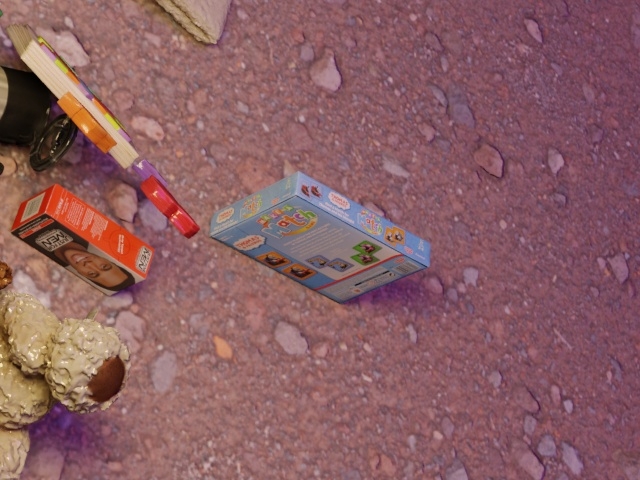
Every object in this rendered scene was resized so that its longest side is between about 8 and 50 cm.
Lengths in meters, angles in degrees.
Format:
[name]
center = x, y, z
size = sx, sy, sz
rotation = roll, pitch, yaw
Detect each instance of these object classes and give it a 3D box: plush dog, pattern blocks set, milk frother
[plush dog]
center = -0.349, 0.104, 1.912
size = 0.225, 0.262, 0.210
rotation = 40, 16, -37
[pattern blocks set]
center = -0.261, -0.156, 2.068
size = 0.026, 0.285, 0.325
rotation = -42, 123, 1
[milk frother]
center = -0.343, -0.136, 2.040
size = 0.135, 0.143, 0.129
rotation = 11, 73, -42

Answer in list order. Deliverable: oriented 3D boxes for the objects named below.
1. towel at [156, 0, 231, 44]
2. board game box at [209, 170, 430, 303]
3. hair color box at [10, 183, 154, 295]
[towel]
center = -0.194, -0.381, 2.319
size = 0.282, 0.049, 0.187
rotation = 43, 47, -38
[board game box]
center = 0.000, 0.000, 2.294
size = 0.211, 0.160, 0.039
rotation = 27, 55, -33
[hair color box]
center = -0.259, 0.001, 2.114
size = 0.141, 0.072, 0.043
rotation = 34, 52, -28
